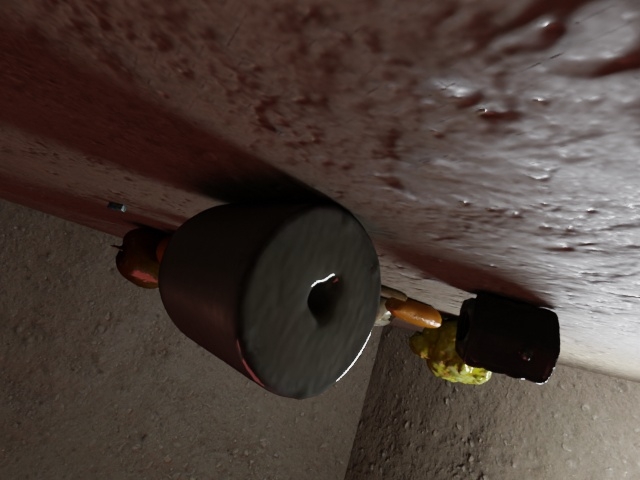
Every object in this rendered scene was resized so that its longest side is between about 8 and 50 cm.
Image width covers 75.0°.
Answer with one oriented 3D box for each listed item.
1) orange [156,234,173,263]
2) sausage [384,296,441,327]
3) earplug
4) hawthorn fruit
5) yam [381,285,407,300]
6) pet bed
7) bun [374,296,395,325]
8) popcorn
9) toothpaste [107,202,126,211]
[{"bbox_3d":[-0.577,0.069,1.746,0.223,0.170,0.224,11,168,2],"label":"orange"},{"bbox_3d":[0.359,0.274,1.587,0.238,0.098,0.098,22,168,-16],"label":"sausage"},{"bbox_3d":[-0.128,0.074,0.795,0.393,0.313,0.312,9,167,46],"label":"earplug"},{"bbox_3d":[-0.784,0.068,1.866,0.267,0.268,0.300,6,162,44],"label":"hawthorn fruit"},{"bbox_3d":[0.233,0.177,1.450,0.145,0.032,0.032,18,169,-13],"label":"yam"},{"bbox_3d":[0.448,0.234,1.016,0.210,0.184,0.159,15,171,8],"label":"pet bed"},{"bbox_3d":[0.257,0.316,1.852,0.192,0.128,0.178,5,163,37],"label":"bun"},{"bbox_3d":[0.571,0.486,1.781,0.334,0.292,0.294,55,-170,-22],"label":"popcorn"},{"bbox_3d":[-0.688,-0.114,1.409,0.083,0.020,0.017,10,163,32],"label":"toothpaste"}]
